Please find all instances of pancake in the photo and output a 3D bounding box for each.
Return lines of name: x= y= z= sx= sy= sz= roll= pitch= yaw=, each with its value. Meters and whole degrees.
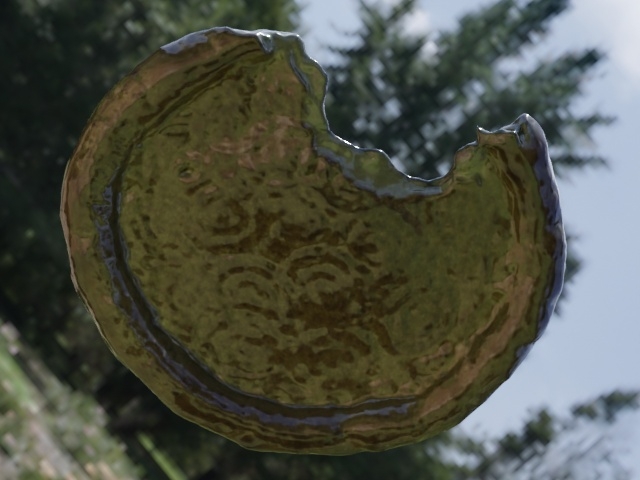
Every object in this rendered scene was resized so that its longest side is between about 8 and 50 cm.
pancake: x=0.000 y=0.000 z=0.998 sx=0.288 sy=0.286 sz=0.033 roll=60 pitch=9 yaw=-18
